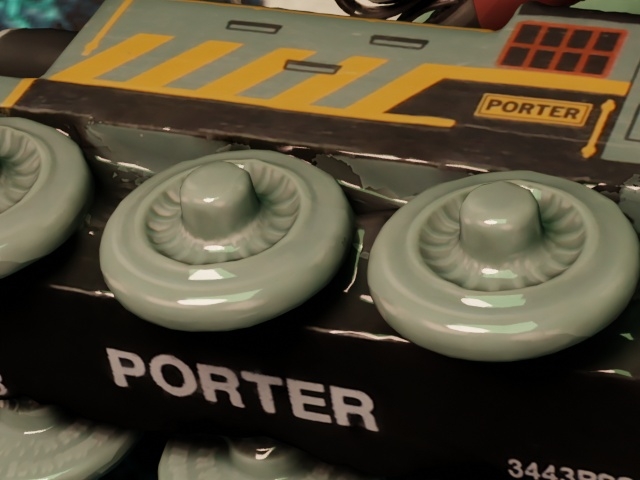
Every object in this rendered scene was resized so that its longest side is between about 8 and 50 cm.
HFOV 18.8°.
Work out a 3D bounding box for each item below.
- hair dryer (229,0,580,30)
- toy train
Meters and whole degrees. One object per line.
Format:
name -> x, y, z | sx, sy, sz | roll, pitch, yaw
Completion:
hair dryer -> 0.121, -0.130, 0.675 | 0.293, 0.223, 0.080 | 12, 61, -2
toy train -> 0.000, 0.000, 0.637 | 0.334, 0.142, 0.190 | 7, 41, 23
